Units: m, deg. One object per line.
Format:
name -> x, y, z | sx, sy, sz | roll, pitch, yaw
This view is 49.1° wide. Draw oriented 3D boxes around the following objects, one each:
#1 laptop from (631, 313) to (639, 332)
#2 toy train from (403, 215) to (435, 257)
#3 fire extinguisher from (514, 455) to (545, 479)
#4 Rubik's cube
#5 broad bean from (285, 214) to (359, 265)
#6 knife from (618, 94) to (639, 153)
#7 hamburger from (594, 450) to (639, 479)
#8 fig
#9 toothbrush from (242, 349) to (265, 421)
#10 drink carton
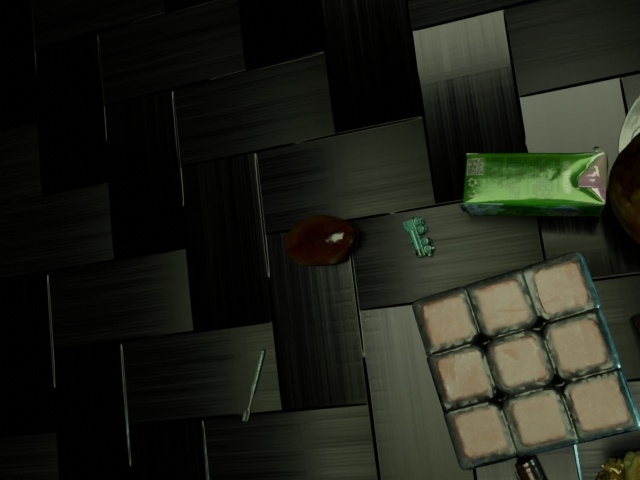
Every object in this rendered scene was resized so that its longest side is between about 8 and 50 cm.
laptop -> 0.696, 0.151, 1.271 | 0.207, 0.026, 0.153 | -29, 38, 14
toy train -> 0.209, -0.007, 1.490 | 0.045, 0.029, 0.092 | -23, 79, 22
fire extinguisher -> 0.425, 0.503, 1.360 | 0.078, 0.045, 0.157 | -35, 74, 41
Rubik's cube -> 0.368, 0.211, 1.273 | 0.304, 0.301, 0.305 | -17, 80, 16
broad bean -> 0.000, 0.000, 1.531 | 0.165, 0.084, 0.114 | 2, 68, 25
knife -> 0.657, -0.276, 1.377 | 0.058, 0.032, 0.244 | 42, 102, 16
hamburger -> 0.591, 0.510, 1.160 | 0.158, 0.319, 0.318 | -40, 74, 23
fig -> 0.688, -0.145, 1.266 | 0.286, 0.286, 0.368 | 17, 54, 19
toothbrush -> -0.150, 0.327, 1.578 | 0.011, 0.014, 0.167 | 14, 88, 28
drink carton -> 0.411, -0.109, 1.364 | 0.271, 0.161, 0.108 | 1, 84, 18
